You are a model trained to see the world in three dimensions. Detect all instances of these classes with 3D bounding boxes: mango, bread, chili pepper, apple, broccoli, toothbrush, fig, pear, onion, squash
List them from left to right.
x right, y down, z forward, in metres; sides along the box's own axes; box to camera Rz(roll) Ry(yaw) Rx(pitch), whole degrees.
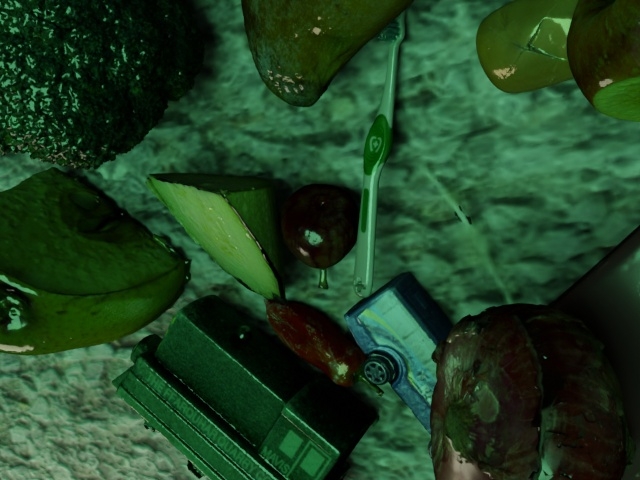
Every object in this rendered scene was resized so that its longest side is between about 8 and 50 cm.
[{"bbox_3d":[-0.326,0.058,0.963,0.238,0.255,0.164,35,121,8],"label":"pear"},{"bbox_3d":[-0.273,-0.195,0.859,0.297,0.297,0.297,47,163,5],"label":"broccoli"},{"bbox_3d":[-0.084,-0.021,0.903,0.192,0.085,0.184,18,149,51],"label":"squash"},{"bbox_3d":[0.000,0.000,0.865,0.089,0.089,0.125,27,146,18],"label":"fig"},{"bbox_3d":[0.003,0.122,0.922,0.191,0.050,0.059,36,127,27],"label":"chili pepper"},{"bbox_3d":[0.017,-0.264,0.701,0.193,0.146,0.316,49,133,26],"label":"mango"},{"bbox_3d":[0.058,-0.087,0.794,0.030,0.030,0.304,12,107,26],"label":"toothbrush"},{"bbox_3d":[0.159,0.139,0.589,0.147,0.184,0.184,19,125,-20],"label":"onion"},{"bbox_3d":[0.190,-0.172,0.691,0.115,0.056,0.082,-9,104,32],"label":"bread"},{"bbox_3d":[0.274,-0.159,0.587,0.147,0.146,0.163,28,89,-11],"label":"apple"}]

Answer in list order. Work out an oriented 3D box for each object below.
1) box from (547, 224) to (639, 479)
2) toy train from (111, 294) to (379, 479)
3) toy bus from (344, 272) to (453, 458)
[{"bbox_3d":[0.287,0.077,0.660,0.167,0.193,0.294,46,126,12],"label":"box"},{"bbox_3d":[-0.084,0.200,0.960,0.330,0.138,0.178,38,114,14],"label":"toy train"},{"bbox_3d":[0.126,0.148,0.843,0.236,0.079,0.094,51,124,3],"label":"toy bus"}]
